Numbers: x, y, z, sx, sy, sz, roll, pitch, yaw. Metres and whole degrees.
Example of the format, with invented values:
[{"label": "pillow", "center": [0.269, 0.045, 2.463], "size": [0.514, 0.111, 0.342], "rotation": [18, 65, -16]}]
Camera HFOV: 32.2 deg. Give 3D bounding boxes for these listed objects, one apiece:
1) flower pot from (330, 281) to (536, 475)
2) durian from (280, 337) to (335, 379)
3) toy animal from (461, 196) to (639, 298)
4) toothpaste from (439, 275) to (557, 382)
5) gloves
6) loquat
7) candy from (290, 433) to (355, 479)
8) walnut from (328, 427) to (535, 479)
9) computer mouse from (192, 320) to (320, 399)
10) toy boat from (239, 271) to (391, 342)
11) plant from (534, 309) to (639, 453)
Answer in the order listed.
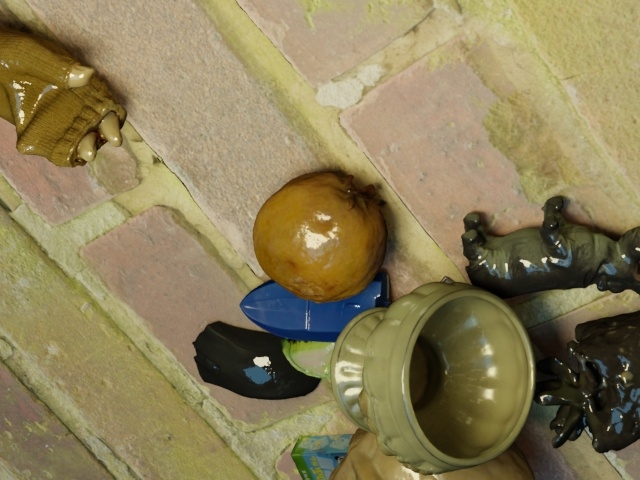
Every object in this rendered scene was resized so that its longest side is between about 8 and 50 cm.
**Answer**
[{"label": "flower pot", "center": [0.166, 0.217, 1.784], "size": [0.244, 0.307, 0.307], "rotation": [-6, 124, 56]}, {"label": "durian", "center": [0.097, 0.214, 2.009], "size": [0.375, 0.132, 0.106], "rotation": [8, 151, 17]}, {"label": "toy animal", "center": [0.393, 0.023, 1.761], "size": [0.343, 0.106, 0.168], "rotation": [3, 123, 16]}, {"label": "toothpaste", "center": [0.302, 0.183, 1.929], "size": [0.282, 0.099, 0.068], "rotation": [33, 163, 2]}, {"label": "gloves", "center": [-0.475, -0.255, 1.881], "size": [0.356, 0.155, 0.203], "rotation": [35, 123, 16]}, {"label": "loquat", "center": [0.000, 0.000, 1.844], "size": [0.238, 0.193, 0.238], "rotation": [12, 121, 20]}, {"label": "candy", "center": [0.047, 0.439, 2.211], "size": [0.194, 0.062, 0.097], "rotation": [-8, 121, 26]}, {"label": "walnut", "center": [0.202, 0.465, 1.999], "size": [0.381, 0.381, 0.381], "rotation": [11, 126, 15]}, {"label": "computer mouse", "center": [-0.135, 0.244, 2.140], "size": [0.264, 0.088, 0.147], "rotation": [13, 124, 17]}, {"label": "toy boat", "center": [-0.015, 0.117, 1.992], "size": [0.295, 0.088, 0.129], "rotation": [-1, 82, 25]}, {"label": "plant", "center": [0.468, 0.224, 1.790], "size": [0.276, 0.199, 0.188], "rotation": [-27, 100, 16]}]
